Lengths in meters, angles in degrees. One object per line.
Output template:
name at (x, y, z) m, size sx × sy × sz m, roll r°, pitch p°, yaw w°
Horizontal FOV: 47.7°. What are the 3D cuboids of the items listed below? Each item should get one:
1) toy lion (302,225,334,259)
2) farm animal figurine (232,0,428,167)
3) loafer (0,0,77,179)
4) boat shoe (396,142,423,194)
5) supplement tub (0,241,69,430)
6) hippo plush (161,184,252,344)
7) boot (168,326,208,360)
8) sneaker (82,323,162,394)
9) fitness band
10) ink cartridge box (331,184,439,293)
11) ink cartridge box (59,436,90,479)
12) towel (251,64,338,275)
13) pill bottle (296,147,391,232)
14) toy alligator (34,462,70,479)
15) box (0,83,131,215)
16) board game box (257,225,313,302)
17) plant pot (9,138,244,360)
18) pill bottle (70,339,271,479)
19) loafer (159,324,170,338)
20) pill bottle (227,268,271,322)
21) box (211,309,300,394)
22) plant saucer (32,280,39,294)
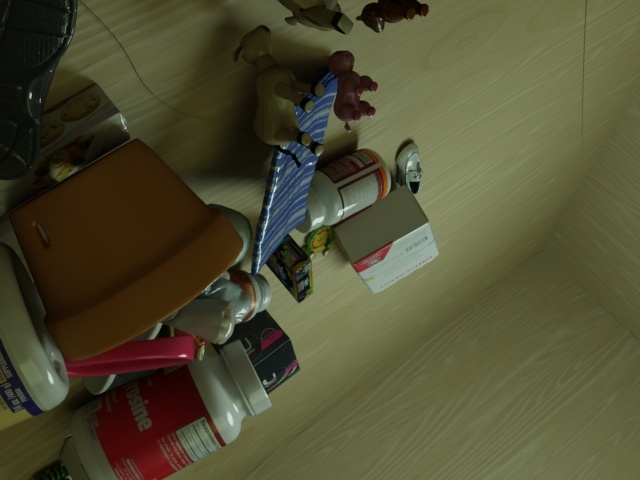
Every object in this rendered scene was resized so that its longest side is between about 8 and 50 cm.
toy lion at (0.000, 0.000, 1.798) m, size 0.100 × 0.034 × 0.096 m, roll -10°, pitch 135°, yaw -52°
farm animal figurine at (-0.020, -0.319, 1.008) m, size 0.330 × 0.172 × 0.327 m, roll -51°, pitch 141°, yaw -14°
loafer at (-0.343, -0.212, 0.811) m, size 0.109 × 0.095 × 0.303 m, roll 10°, pitch 126°, yaw -25°
boat shoe at (0.228, -0.172, 1.805) m, size 0.066 × 0.063 × 0.184 m, roll -34°, pitch 157°, yaw -18°
supplement tub at (-0.523, 0.164, 0.929) m, size 0.331 × 0.241 × 0.241 m, roll -23°, pitch 153°, yaw -15°
hippo plush at (-0.243, 0.019, 1.283) m, size 0.294 × 0.234 × 0.237 m, roll 13°, pitch 112°, yaw -13°
boot at (-0.259, 0.173, 1.437) m, size 0.059 × 0.084 × 0.158 m, roll -74°, pitch 177°, yaw -57°
sneaker at (-0.362, 0.193, 1.474) m, size 0.296 × 0.105 × 0.146 m, roll -50°, pitch 160°, yaw 29°
fitness band at (-0.346, 0.187, 1.174) m, size 0.290 × 0.054 × 0.209 m, roll -10°, pitch 163°, yaw 19°
ink cartridge box at (0.179, 0.005, 1.920) m, size 0.226 × 0.131 × 0.306 m, roll -31°, pitch 159°, yaw 2°
ink cartridge box at (-0.500, 0.528, 1.772) m, size 0.212 × 0.154 × 0.093 m, roll -17°, pitch 148°, yaw -46°
towel at (-0.040, -0.128, 1.275) m, size 0.243 × 0.040 × 0.336 m, roll -54°, pitch 162°, yaw -57°
pill bottle at (0.034, -0.105, 1.538) m, size 0.221 × 0.121 × 0.121 m, roll -28°, pitch 154°, yaw -30°
toy alligator at (-0.626, 0.564, 1.760) m, size 0.189 × 0.056 × 0.051 m, roll -25°, pitch 152°, yaw -35°
box at (-0.403, -0.088, 0.935) m, size 0.324 × 0.067 × 0.063 m, roll -34°, pitch 156°, yaw -16°
board game box at (-0.077, 0.045, 1.603) m, size 0.048 × 0.141 × 0.170 m, roll -36°, pitch 157°, yaw -17°
plant pot at (-0.279, -0.004, 0.991) m, size 0.290 × 0.204 × 0.291 m, roll -28°, pitch -164°, yaw 8°
pill bottle at (-0.328, 0.393, 1.633) m, size 0.407 × 0.229 × 0.229 m, roll -26°, pitch 155°, yaw -11°
loafer at (-0.345, 0.218, 1.591) m, size 0.170 × 0.062 × 0.061 m, roll -50°, pitch 151°, yaw 16°
pill bottle at (-0.208, 0.125, 1.563) m, size 0.216 × 0.121 × 0.121 m, roll -7°, pitch 140°, yaw -55°
box at (-0.168, 0.302, 1.917) m, size 0.165 × 0.143 × 0.270 m, roll -37°, pitch 157°, yaw -12°
plant saucer at (-0.532, 0.116, 1.130) m, size 0.195 × 0.037 × 0.195 m, roll -34°, pitch 156°, yaw -18°
